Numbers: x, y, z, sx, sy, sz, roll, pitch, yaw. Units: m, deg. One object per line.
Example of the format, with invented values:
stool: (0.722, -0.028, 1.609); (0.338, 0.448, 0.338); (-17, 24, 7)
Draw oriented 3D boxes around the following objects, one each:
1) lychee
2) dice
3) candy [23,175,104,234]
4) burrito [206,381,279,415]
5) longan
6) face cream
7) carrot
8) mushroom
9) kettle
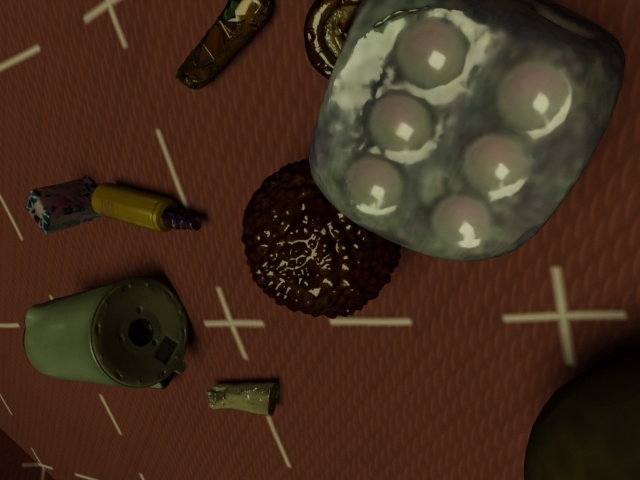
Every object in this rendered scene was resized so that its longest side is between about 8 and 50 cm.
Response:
lychee: (0.000, 0.000, 0.832); (0.264, 0.264, 0.300); (49, 131, 1)
dice: (0.156, -0.159, 0.619); (0.270, 0.271, 0.270); (23, 125, 3)
candy: (-0.582, -0.085, 1.205); (0.092, 0.160, 0.073); (46, 125, 11)
burrito: (-0.186, 0.381, 1.267); (0.226, 0.060, 0.086); (-9, 104, 33)
longan: (0.476, 0.320, 0.657); (0.405, 0.336, 0.404); (-5, 79, 29)
face cream: (-0.376, -0.065, 1.140); (0.274, 0.078, 0.078); (15, 121, 25)
carrot: (-0.168, -0.338, 0.888); (0.229, 0.069, 0.069); (-32, 95, 39)
mushroom: (0.053, -0.312, 0.755); (0.135, 0.080, 0.171); (42, 128, -11)
kettle: (-0.517, 0.266, 1.329); (0.377, 0.250, 0.361); (-11, 137, 37)
